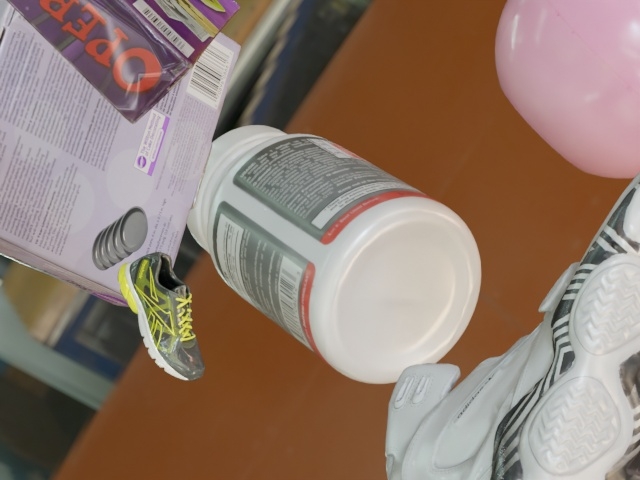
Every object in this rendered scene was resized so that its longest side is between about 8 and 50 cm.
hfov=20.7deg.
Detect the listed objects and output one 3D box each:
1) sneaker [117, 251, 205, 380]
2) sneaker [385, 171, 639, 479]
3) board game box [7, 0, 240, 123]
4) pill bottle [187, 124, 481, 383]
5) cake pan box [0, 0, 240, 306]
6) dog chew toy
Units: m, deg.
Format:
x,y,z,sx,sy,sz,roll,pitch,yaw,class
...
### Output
x,y,z,sx,sy,sz,roll,pitch,yaw,class
-0.091,0.045,1.051,0.035,0.083,0.031,-32,-3,29,sneaker
0.157,0.082,1.149,0.366,0.137,0.210,-65,25,-5,sneaker
-0.186,-0.214,0.886,0.056,0.347,0.208,-42,8,18,board game box
0.000,0.000,1.966,0.210,0.210,0.363,-57,37,1,pill bottle
-0.198,-0.104,1.463,0.070,0.245,0.267,6,76,42,cake pan box
0.300,-0.207,1.426,0.332,0.206,0.207,-46,30,17,dog chew toy
